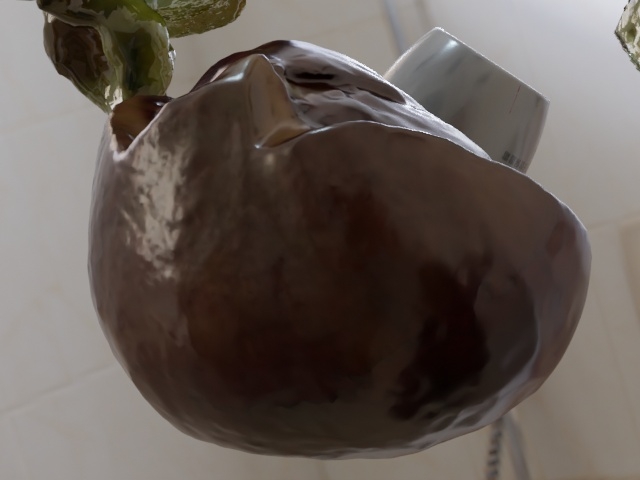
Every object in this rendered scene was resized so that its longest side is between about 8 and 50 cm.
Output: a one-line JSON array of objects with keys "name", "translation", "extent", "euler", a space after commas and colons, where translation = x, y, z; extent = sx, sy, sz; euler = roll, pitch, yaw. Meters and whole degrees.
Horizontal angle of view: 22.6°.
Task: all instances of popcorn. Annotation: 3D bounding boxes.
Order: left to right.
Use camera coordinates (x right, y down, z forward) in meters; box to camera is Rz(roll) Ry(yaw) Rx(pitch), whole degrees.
[{"name": "popcorn", "translation": [-0.088, -0.166, 0.773], "extent": [0.198, 0.212, 0.198], "euler": [16, -18, 5]}]

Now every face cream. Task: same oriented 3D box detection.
[{"name": "face cream", "translation": [0.085, -0.073, 1.045], "extent": [0.104, 0.117, 0.117], "euler": [-58, 1, 7]}]

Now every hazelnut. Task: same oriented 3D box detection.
[{"name": "hazelnut", "translation": [0.004, 0.002, 0.609], "extent": [0.202, 0.160, 0.170], "euler": [-6, -3, 32]}]

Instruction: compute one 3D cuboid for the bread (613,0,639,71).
[{"name": "bread", "translation": [0.352, -0.201, 1.532], "extent": [0.064, 0.232, 0.172], "euler": [12, -15, -29]}]
